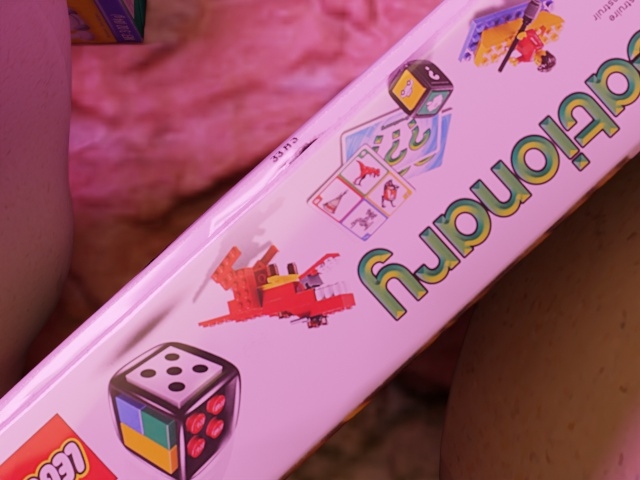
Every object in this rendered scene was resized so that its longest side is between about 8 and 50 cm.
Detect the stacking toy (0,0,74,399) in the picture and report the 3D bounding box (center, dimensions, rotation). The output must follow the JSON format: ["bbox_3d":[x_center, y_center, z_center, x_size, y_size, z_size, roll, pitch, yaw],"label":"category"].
[{"bbox_3d":[-0.337,-0.009,0.533,0.480,0.350,0.350,18,79,7],"label":"stacking toy"}]

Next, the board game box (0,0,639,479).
[{"bbox_3d":[0.000,0.000,0.528,0.193,0.305,0.053,-42,92,-4],"label":"board game box"}]

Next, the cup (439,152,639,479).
[{"bbox_3d":[0.174,0.067,0.510,0.237,0.331,0.331,23,79,36],"label":"cup"}]

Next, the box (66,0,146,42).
[{"bbox_3d":[-0.158,-0.104,0.675,0.179,0.105,0.043,2,75,8],"label":"box"}]
